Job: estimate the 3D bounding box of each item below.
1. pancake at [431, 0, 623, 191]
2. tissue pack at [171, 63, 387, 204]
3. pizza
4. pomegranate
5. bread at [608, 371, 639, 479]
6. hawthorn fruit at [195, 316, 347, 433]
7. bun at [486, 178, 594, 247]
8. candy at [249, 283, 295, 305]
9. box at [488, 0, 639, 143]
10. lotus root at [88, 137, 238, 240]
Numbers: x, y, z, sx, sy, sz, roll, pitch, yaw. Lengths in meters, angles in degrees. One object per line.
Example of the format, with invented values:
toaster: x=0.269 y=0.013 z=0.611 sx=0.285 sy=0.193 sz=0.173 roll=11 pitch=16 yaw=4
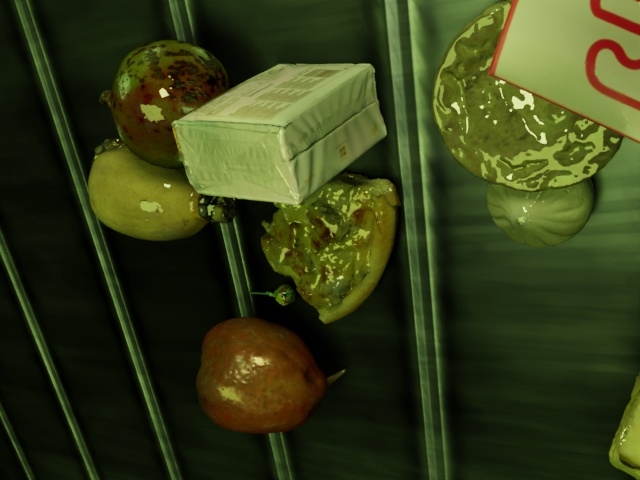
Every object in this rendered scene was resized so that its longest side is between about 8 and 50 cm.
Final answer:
pancake: x=0.249 y=-0.168 z=0.941 sx=0.242 sy=0.050 sz=0.241 roll=10 pitch=110 yaw=29
tissue pack: x=-0.049 y=-0.149 z=1.087 sx=0.185 sy=0.225 sz=0.124 roll=7 pitch=123 yaw=35
pizza: x=0.000 y=0.000 z=1.263 sx=0.223 sy=0.089 sz=0.323 roll=33 pitch=135 yaw=10
pomegranate: x=-0.201 y=-0.188 z=1.216 sx=0.246 sy=0.198 sz=0.198 roll=38 pitch=140 yaw=-17
bread: x=0.494 y=0.213 z=0.908 sx=0.263 sy=0.236 sz=0.198 roll=27 pitch=134 yaw=20
hawthorn fruit: x=-0.087 y=0.244 z=1.440 sx=0.262 sy=0.210 sz=0.210 roll=4 pitch=126 yaw=8
bun: x=0.266 y=-0.045 z=1.010 sx=0.138 sy=0.094 sz=0.138 roll=24 pitch=135 yaw=26
candy: x=-0.091 y=0.095 z=1.448 sx=0.123 sy=0.035 sz=0.035 roll=1 pitch=132 yaw=50
box: x=0.358 y=-0.249 z=0.627 sx=0.312 sy=0.314 sz=0.300 roll=30 pitch=137 yaw=19
lotus root: x=-0.250 y=-0.079 z=1.331 sx=0.310 sy=0.183 sz=0.182 roll=11 pitch=126 yaw=32
